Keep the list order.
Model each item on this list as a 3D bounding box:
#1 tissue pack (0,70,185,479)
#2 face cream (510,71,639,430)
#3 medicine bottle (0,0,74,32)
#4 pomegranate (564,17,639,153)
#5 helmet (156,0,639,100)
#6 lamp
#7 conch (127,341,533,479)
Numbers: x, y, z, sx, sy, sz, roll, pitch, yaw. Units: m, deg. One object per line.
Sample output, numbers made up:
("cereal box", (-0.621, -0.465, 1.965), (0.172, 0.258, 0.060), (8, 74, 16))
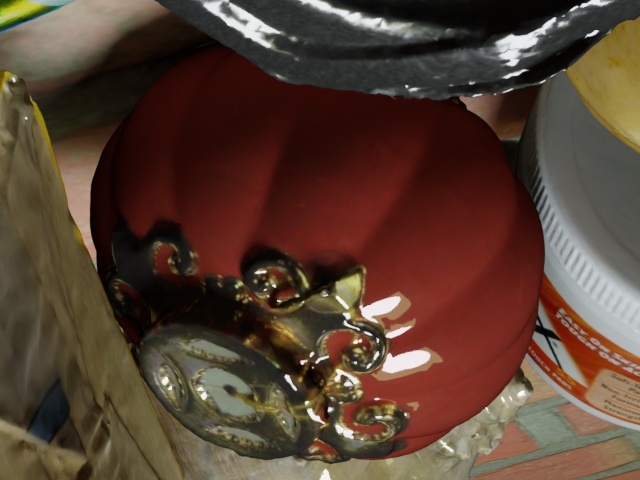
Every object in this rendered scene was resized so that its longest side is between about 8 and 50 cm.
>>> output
("tissue pack", (-0.272, 0.116, 0.745), (0.382, 0.228, 0.293), (-8, 122, 16))
("face cream", (0.196, -0.015, 0.906), (0.201, 0.201, 0.187), (-10, 161, -6))
("medicine bottle", (-0.203, -0.089, 0.633), (0.229, 0.083, 0.121), (-20, 166, 19))
("pomegranate", (0.160, -0.112, 0.657), (0.196, 0.196, 0.196), (-11, 161, -4))
("helmet", (0.055, -0.152, 0.526), (0.253, 0.154, 0.198), (-3, 158, 37))
("lamp", (0.000, 0.000, 0.843), (0.227, 0.227, 0.227), (-11, 161, -4))
("conch", (-0.011, 0.121, 1.227), (0.324, 0.186, 0.263), (-22, 141, 23))
